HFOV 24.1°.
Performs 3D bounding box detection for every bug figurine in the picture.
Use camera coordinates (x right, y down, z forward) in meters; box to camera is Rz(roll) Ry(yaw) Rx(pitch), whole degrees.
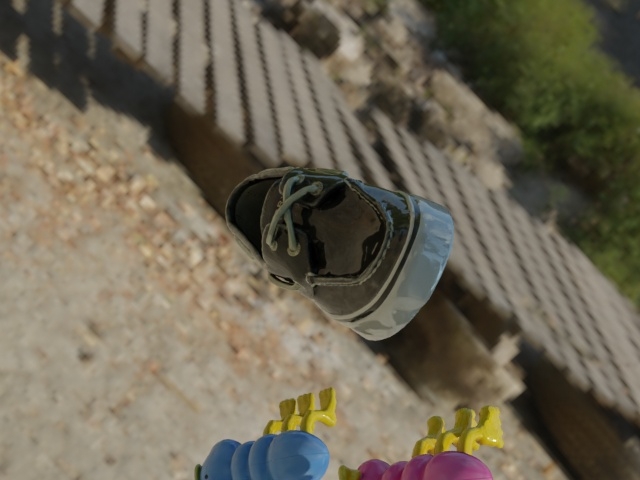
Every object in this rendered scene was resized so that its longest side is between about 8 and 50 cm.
[{"bbox_3d":[0.018,0.200,0.774,0.072,0.216,0.279,14,60,-47],"label":"bug figurine"}]

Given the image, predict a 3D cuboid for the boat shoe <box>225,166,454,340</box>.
[{"bbox_3d":[0.000,0.000,0.804,0.070,0.078,0.219,27,-5,-20],"label":"boat shoe"}]
